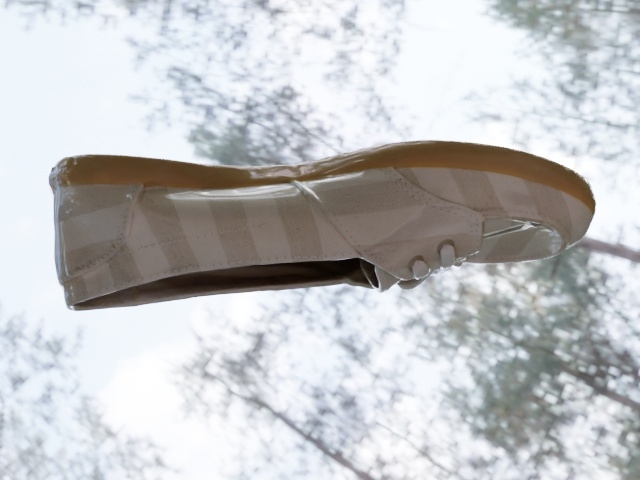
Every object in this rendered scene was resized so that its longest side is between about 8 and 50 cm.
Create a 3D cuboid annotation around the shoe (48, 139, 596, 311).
[{"bbox_3d":[0.000,0.000,0.597,0.219,0.076,0.058,0,-109,2],"label":"shoe"}]
